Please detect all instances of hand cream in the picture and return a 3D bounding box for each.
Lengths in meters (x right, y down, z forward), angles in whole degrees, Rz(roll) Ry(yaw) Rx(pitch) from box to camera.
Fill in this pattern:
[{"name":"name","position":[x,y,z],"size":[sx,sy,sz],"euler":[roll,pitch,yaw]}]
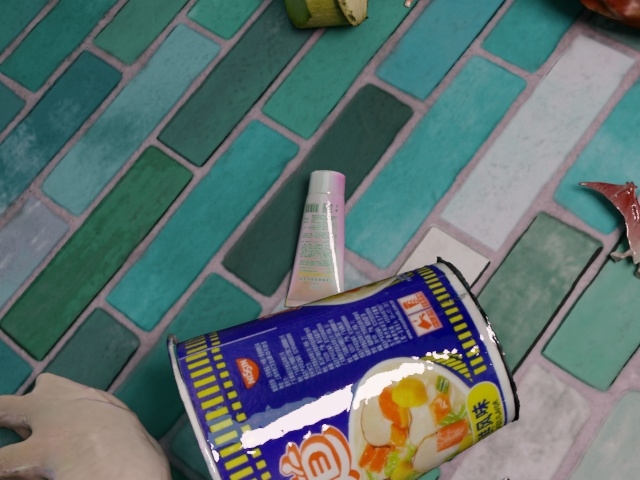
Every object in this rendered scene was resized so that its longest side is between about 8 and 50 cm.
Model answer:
[{"name":"hand cream","position":[0.000,0.000,1.175],"size":[0.076,0.047,0.174],"euler":[2,78,13]}]

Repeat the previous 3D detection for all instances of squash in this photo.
[{"name":"squash","position":[-0.006,-0.391,1.235],"size":[0.133,0.220,0.220],"euler":[0,68,9]}]

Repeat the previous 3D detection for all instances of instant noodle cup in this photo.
[{"name":"instant noodle cup","position":[0.031,0.169,0.991],"size":[0.312,0.284,0.284],"euler":[-23,65,-6]}]

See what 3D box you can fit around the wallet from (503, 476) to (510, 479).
[{"name":"wallet","position":[0.168,0.375,0.988],"size":[0.122,0.031,0.232],"euler":[41,82,21]}]

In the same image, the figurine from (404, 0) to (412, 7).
[{"name":"figurine","position":[0.127,-0.358,1.290],"size":[0.109,0.047,0.064],"euler":[-8,96,16]}]

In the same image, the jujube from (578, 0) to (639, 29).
[{"name":"jujube","position":[0.435,-0.388,1.117],"size":[0.377,0.276,0.276],"euler":[14,72,14]}]

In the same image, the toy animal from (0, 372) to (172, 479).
[{"name":"toy animal","position":[-0.279,0.314,1.064],"size":[0.308,0.188,0.266],"euler":[19,52,30]}]

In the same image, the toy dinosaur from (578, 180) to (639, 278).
[{"name":"toy dinosaur","position":[0.398,-0.007,1.093],"size":[0.220,0.032,0.108],"euler":[35,76,13]}]
